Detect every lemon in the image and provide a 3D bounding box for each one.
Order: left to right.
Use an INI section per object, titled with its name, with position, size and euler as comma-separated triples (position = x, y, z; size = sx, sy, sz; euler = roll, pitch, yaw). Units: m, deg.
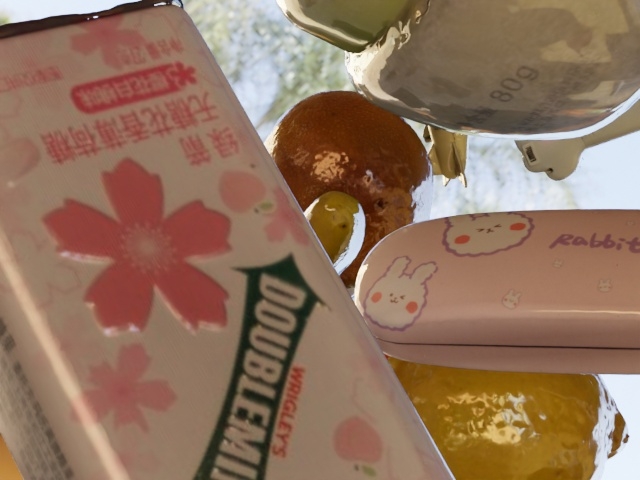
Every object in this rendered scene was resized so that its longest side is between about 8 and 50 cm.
[lemon]
position = 0.168, 0.195, 1.353
size = 0.263, 0.236, 0.236
euler = 17, -10, -26

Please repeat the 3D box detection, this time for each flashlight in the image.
[flashlight]
position = 0.310, -0.136, 1.430
size = 0.047, 0.200, 0.093
euler = -90, 155, -70

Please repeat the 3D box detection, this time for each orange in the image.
[orange]
position = 0.023, -0.069, 1.695
size = 0.264, 0.264, 0.264
euler = 37, -23, 18

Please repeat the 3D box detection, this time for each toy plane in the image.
[toy plane]
position = 0.174, -0.201, 1.808
size = 0.242, 0.104, 0.256
euler = -154, -115, -82

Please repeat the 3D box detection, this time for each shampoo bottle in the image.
[shampoo bottle]
position = 0.142, -0.241, 1.052
size = 0.317, 0.322, 0.322
euler = 24, -18, -12

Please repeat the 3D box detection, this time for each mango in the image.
[mango]
position = 0.000, 0.000, 1.428
size = 0.076, 0.103, 0.161
euler = 54, -32, 16

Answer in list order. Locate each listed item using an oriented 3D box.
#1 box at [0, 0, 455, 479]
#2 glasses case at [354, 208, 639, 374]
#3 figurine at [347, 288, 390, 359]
[box]
position = -0.081, 0.052, 0.680
size = 0.369, 0.190, 0.112
euler = 61, -38, 15
[glasses case]
position = 0.168, 0.032, 0.860
size = 0.297, 0.113, 0.075
euler = 0, -51, 18
[figurine]
position = 0.018, 0.182, 1.822
size = 0.196, 0.320, 0.323
euler = 139, -60, -70
